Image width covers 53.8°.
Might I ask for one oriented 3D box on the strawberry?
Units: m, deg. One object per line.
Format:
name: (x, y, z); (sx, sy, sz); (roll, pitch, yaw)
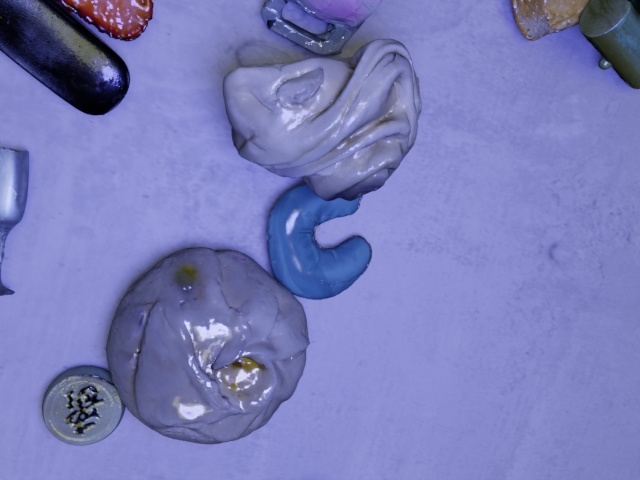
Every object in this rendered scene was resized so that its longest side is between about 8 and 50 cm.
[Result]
strawberry: (-0.383, -0.450, 1.054); (0.190, 0.111, 0.237); (-40, 128, -17)

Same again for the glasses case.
glasses case: (-0.459, -0.337, 1.046); (0.314, 0.075, 0.122); (39, 103, -15)

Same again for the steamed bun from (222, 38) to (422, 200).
steamed bun: (0.032, -0.184, 1.068); (0.393, 0.346, 0.238); (-13, 97, -34)

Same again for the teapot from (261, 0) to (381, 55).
teapot: (0.020, -0.443, 1.121); (0.178, 0.163, 0.222); (34, 87, -23)

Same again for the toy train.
toy train: (0.638, -0.410, 1.239); (0.307, 0.126, 0.190); (19, 112, -44)

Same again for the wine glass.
wine glass: (-0.540, -0.037, 1.076); (0.074, 0.074, 0.263); (8, 93, -15)

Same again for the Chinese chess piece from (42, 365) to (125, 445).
Chinese chess piece: (-0.430, 0.301, 1.150); (0.143, 0.058, 0.144); (-2, 96, -14)

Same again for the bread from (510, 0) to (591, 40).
bread: (0.495, -0.510, 1.254); (0.245, 0.121, 0.174); (-29, 117, -15)

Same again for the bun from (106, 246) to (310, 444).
bun: (-0.195, 0.195, 1.116); (0.364, 0.219, 0.366); (-1, 93, -15)

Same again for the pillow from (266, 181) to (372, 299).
pillow: (0.000, 0.000, 1.212); (0.214, 0.086, 0.234); (-17, 103, -17)
